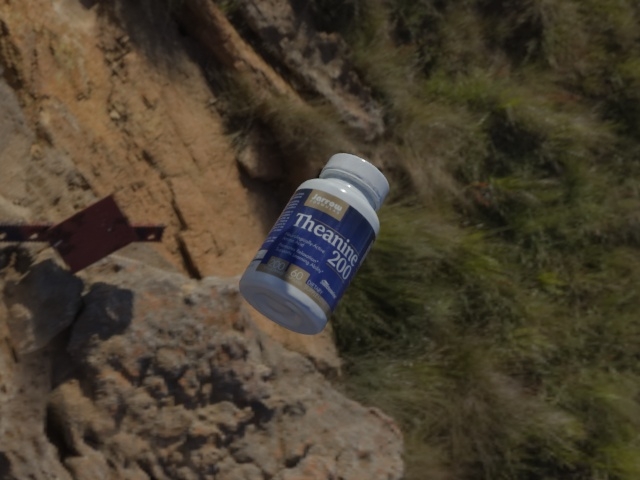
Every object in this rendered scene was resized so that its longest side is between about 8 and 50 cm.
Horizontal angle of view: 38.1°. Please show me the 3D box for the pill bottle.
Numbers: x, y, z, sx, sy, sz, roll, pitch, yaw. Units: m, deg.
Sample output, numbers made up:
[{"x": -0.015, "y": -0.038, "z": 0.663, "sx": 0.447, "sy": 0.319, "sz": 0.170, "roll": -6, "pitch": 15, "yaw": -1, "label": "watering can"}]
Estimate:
[{"x": 0.000, "y": 0.000, "z": 0.647, "sx": 0.067, "sy": 0.067, "sz": 0.120, "roll": 40, "pitch": 66, "yaw": -20, "label": "pill bottle"}]
